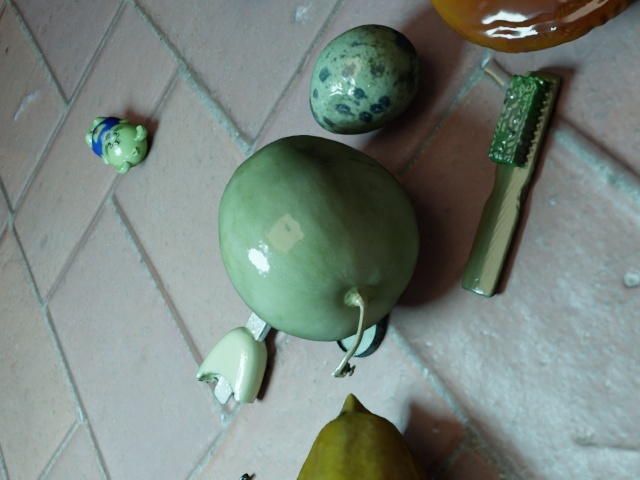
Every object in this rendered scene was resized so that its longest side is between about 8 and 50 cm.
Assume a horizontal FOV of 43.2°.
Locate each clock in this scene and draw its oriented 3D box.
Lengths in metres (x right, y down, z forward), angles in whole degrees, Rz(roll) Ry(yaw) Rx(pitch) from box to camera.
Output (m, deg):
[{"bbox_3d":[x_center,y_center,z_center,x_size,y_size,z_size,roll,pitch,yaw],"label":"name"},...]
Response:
[{"bbox_3d":[0.052,0.121,1.126,0.085,0.017,0.085,-15,69,43],"label":"clock"}]

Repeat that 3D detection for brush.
[{"bbox_3d":[0.225,-0.071,0.985,0.054,0.048,0.282,19,94,50],"label":"brush"}]

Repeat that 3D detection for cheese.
[{"bbox_3d":[-0.112,0.157,1.262,0.127,0.050,0.235,41,107,47],"label":"cheese"}]

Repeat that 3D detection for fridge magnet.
[{"bbox_3d":[0.274,-0.391,0.940,0.364,0.155,0.363,-15,69,42],"label":"fridge magnet"}]

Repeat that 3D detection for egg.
[{"bbox_3d":[0.056,-0.220,1.128,0.182,0.141,0.141,-35,55,41],"label":"egg"}]

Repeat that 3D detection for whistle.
[{"bbox_3d":[-0.425,-0.208,1.662,0.227,0.085,0.105,29,91,46],"label":"whistle"}]

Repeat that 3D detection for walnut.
[{"bbox_3d":[0.051,0.337,0.943,0.209,0.209,0.336,-34,49,35],"label":"walnut"}]

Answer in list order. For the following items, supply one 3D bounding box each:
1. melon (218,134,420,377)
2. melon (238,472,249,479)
[{"bbox_3d":[-0.008,-0.008,1.055,0.308,0.272,0.271,25,98,39],"label":"melon"},{"bbox_3d":[-0.136,0.480,1.199,0.114,0.053,0.261,-4,76,37],"label":"melon"}]
